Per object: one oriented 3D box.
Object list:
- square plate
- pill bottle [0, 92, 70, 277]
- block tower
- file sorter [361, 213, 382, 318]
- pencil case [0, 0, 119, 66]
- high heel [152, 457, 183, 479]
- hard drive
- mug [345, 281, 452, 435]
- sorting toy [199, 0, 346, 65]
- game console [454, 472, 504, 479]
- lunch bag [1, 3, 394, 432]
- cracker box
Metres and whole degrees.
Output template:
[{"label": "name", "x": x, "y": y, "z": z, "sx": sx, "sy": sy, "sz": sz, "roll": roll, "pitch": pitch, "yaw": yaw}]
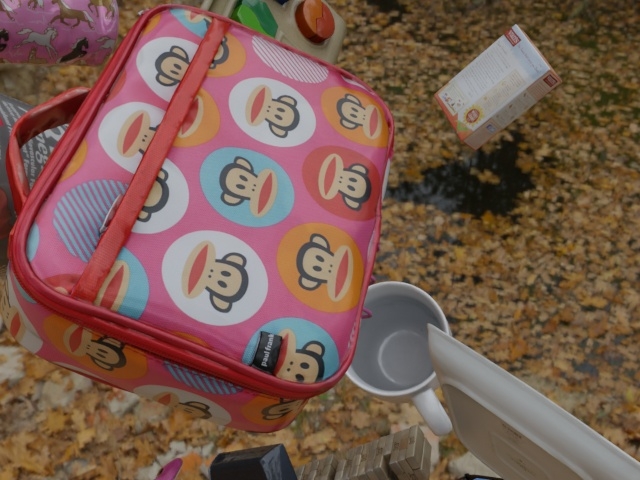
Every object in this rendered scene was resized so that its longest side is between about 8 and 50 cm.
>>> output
[{"label": "square plate", "x": 0.297, "y": 0.302, "z": 1.012, "sx": 0.049, "sy": 0.344, "sz": 0.347, "roll": -44, "pitch": 52, "yaw": -16}, {"label": "pill bottle", "x": -0.311, "y": -0.050, "z": 0.700, "sx": 0.177, "sy": 0.176, "sz": 0.318, "roll": 15, "pitch": 0, "yaw": 18}, {"label": "block tower", "x": 0.054, "y": 0.464, "z": 1.354, "sx": 0.336, "sy": 0.090, "sz": 0.097, "roll": -26, "pitch": 16, "yaw": 23}, {"label": "file sorter", "x": 0.000, "y": 0.000, "z": 1.379, "sx": 0.202, "sy": 0.182, "sz": 0.290, "roll": -8, "pitch": 65, "yaw": 36}, {"label": "pencil case", "x": -0.545, "y": -0.399, "z": 1.245, "sx": 0.160, "sy": 0.167, "sz": 0.386, "roll": 43, "pitch": 29, "yaw": 24}, {"label": "high heel", "x": -0.423, "y": 0.576, "z": 1.674, "sx": 0.117, "sy": 0.082, "sz": 0.244, "roll": 35, "pitch": 34, "yaw": 3}, {"label": "hard drive", "x": -0.088, "y": 0.459, "z": 1.120, "sx": 0.172, "sy": 0.254, "sz": 0.054, "roll": -21, "pitch": -5, "yaw": 37}, {"label": "mug", "x": 0.221, "y": 0.317, "z": 1.781, "sx": 0.276, "sy": 0.328, "sz": 0.374, "roll": -29, "pitch": 67, "yaw": 3}, {"label": "sorting toy", "x": -0.062, "y": -0.252, "z": 0.933, "sx": 0.041, "sy": 0.229, "sz": 0.307, "roll": -13, "pitch": 49, "yaw": 40}, {"label": "game console", "x": 0.411, "y": 0.549, "z": 1.528, "sx": 0.213, "sy": 0.043, "sz": 0.361, "roll": 1, "pitch": -10, "yaw": -36}, {"label": "lunch bag", "x": -0.089, "y": -0.033, "z": 0.510, "sx": 0.258, "sy": 0.120, "sz": 0.293, "roll": 23, "pitch": 52, "yaw": -12}, {"label": "cracker box", "x": 0.378, "y": -0.328, "z": 1.528, "sx": 0.067, "sy": 0.232, "sz": 0.155, "roll": 22, "pitch": 37, "yaw": -45}]
